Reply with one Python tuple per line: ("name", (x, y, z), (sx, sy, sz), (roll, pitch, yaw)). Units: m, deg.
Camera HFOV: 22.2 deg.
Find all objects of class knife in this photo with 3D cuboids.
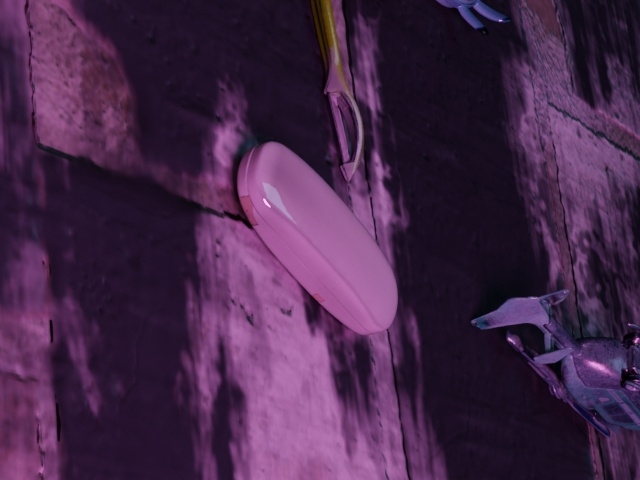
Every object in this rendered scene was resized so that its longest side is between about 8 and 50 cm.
("knife", (0.010, -0.130, 1.204), (0.026, 0.022, 0.184), (-3, 76, -32))

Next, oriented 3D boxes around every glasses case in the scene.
("glasses case", (0.000, 0.000, 1.094), (0.164, 0.041, 0.063), (47, 37, -32))

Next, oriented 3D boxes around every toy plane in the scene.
("toy plane", (0.219, 0.101, 1.332), (0.235, 0.096, 0.060), (42, 45, -41))

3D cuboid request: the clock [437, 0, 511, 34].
("clock", (0.118, -0.247, 1.414), (0.108, 0.045, 0.147), (-32, 101, -57))
